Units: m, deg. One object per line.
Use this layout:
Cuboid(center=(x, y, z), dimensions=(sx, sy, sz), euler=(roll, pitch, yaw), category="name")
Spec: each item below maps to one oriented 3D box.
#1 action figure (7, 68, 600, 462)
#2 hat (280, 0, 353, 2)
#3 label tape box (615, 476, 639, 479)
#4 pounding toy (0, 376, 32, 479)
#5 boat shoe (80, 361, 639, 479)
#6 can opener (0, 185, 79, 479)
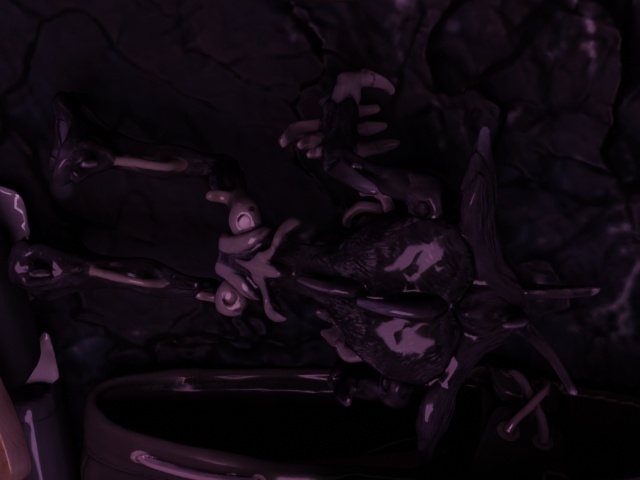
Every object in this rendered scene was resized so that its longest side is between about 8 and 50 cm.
Cuboid(center=(0.000, 0.000, 0.862), dimensions=(0.276, 0.141, 0.164), euler=(14, 112, 12), category="action figure")
Cuboid(center=(0.036, -0.240, 0.692), dimensions=(0.331, 0.134, 0.331), euler=(-14, 118, -28), category="hat")
Cuboid(center=(0.127, 0.217, 0.866), dimensions=(0.334, 0.106, 0.240), euler=(-6, 142, -19), category="label tape box")
Cuboid(center=(-0.284, 0.090, 0.868), dimensions=(0.269, 0.155, 0.154), euler=(11, 113, 39), category="pounding toy")
Cuboid(center=(0.038, 0.109, 0.921), dimensions=(0.335, 0.112, 0.095), euler=(-5, 118, 7), category="boat shoe")
Cuboid(center=(-0.171, 0.106, 0.931), dimensions=(0.076, 0.095, 0.283), euler=(-6, 107, 5), category="can opener")
